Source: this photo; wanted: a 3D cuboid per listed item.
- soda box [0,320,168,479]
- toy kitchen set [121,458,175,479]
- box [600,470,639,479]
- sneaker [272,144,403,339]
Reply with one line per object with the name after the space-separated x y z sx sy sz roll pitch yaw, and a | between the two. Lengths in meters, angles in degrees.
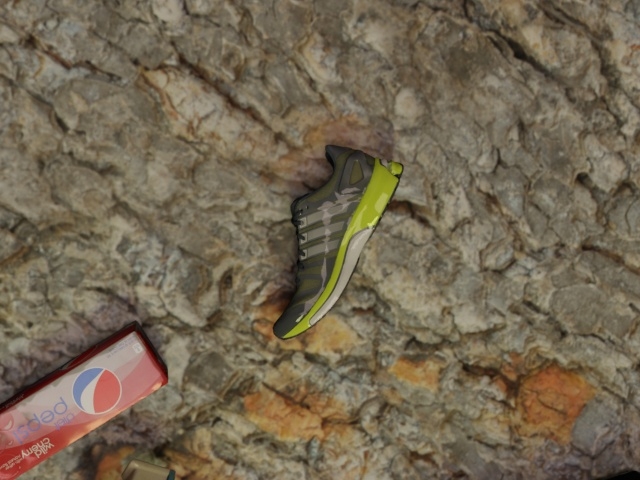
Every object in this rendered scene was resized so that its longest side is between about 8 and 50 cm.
-0.343 0.221 1.234 0.263 0.083 0.092 -32 100 -6 | soda box
-0.257 0.430 1.219 0.122 0.166 0.207 27 127 -11 | toy kitchen set
0.360 0.661 1.303 0.480 0.297 0.471 -15 100 -8 | box
0.000 0.000 1.274 0.121 0.111 0.300 27 85 -2 | sneaker
